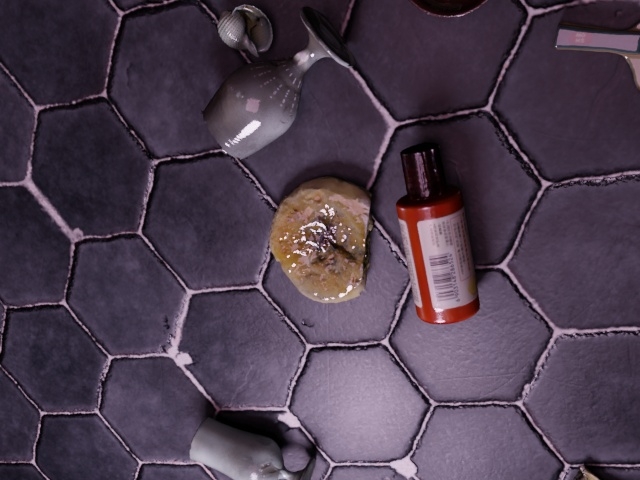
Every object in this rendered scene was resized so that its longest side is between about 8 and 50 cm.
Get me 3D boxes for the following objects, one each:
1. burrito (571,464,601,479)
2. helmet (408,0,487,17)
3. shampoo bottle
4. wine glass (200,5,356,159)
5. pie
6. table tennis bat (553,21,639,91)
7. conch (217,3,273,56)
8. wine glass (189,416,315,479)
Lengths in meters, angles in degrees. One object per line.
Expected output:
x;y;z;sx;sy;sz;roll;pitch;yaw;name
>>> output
0.522;0.475;1.173;0.229;0.063;0.058;38;125;3;burrito
0.191;-0.394;0.933;0.155;0.106;0.175;26;116;12;helmet
0.178;-0.014;1.076;0.104;0.104;0.278;-7;107;19;shampoo bottle
-0.069;-0.236;1.062;0.241;0.126;0.126;-40;94;24;wine glass
0.001;-0.001;1.166;0.185;0.052;0.218;7;109;20;pie
0.478;-0.267;0.942;0.301;0.022;0.174;11;111;11;table tennis bat
-0.119;-0.333;1.080;0.076;0.057;0.085;-42;124;9;conch
-0.133;0.425;1.331;0.230;0.103;0.103;18;113;13;wine glass
